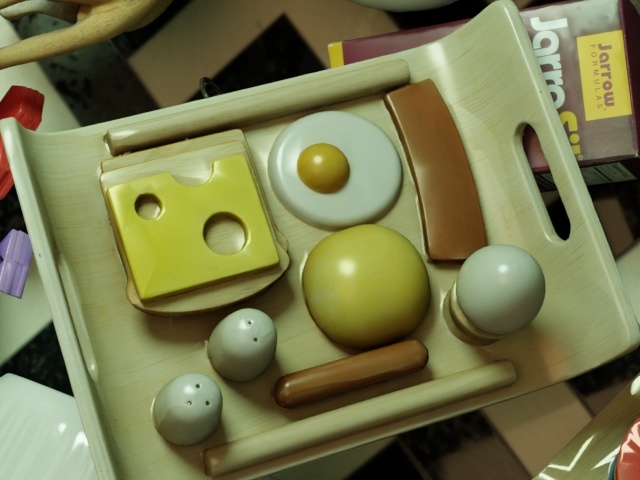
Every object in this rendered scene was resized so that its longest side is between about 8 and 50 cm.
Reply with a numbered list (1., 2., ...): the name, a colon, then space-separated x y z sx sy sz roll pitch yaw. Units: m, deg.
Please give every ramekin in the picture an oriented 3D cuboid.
1. ramekin: -0.115 0.177 0.963 0.272 0.273 0.127 18 80 22

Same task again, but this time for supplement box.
1. supplement box: 0.108 -0.082 0.988 0.188 0.081 0.104 -8 82 20

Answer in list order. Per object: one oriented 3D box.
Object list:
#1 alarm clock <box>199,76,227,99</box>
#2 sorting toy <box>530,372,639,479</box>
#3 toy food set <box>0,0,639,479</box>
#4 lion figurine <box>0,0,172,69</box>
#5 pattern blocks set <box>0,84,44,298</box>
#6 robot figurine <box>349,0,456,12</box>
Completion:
1. alarm clock: -0.050 -0.041 1.030 0.064 0.129 0.192 -36 45 17
2. sorting toy: 0.202 0.222 0.873 0.257 0.089 0.255 -43 71 -9
3. toy food set: 0.000 0.000 0.864 0.306 0.092 0.220 -15 76 -17
4. lion figurine: -0.126 -0.249 1.048 0.240 0.142 0.392 6 80 25
5. pattern blocks set: -0.288 0.069 1.083 0.325 0.026 0.285 -36 41 35
6. robot figurine: 0.069 -0.278 0.977 0.209 0.173 0.278 27 95 33
